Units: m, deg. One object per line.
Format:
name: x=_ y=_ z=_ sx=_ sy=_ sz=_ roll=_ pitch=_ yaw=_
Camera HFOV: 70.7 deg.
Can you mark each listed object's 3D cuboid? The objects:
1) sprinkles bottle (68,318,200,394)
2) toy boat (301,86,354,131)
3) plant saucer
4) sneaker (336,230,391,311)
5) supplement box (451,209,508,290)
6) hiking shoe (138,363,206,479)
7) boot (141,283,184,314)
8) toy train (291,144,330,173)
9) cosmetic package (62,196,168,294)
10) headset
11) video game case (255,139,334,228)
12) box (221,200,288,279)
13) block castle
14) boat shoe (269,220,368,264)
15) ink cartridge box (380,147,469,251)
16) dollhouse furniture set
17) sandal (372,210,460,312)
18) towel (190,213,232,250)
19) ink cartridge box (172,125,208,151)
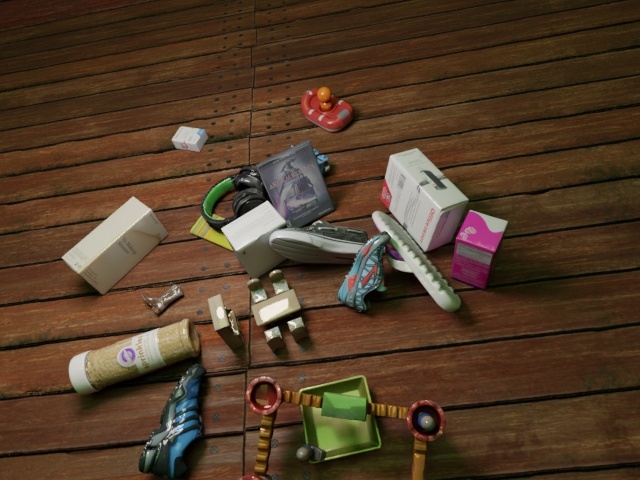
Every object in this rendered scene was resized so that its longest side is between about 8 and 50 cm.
sprinkles bottle: x=-0.545 y=0.343 z=1.339 sx=0.355 sy=0.121 sz=0.121 roll=-19 pitch=55 yaw=-3
toy boat: x=0.021 y=-0.557 z=1.832 sx=0.231 sy=0.151 sz=0.151 roll=36 pitch=68 yaw=29
plant saucer: x=0.049 y=0.471 z=1.188 sx=0.188 sy=0.045 sz=0.189 roll=-13 pitch=55 yaw=1
sneaker: x=0.159 y=0.097 z=1.346 sx=0.125 sy=0.104 sz=0.262 roll=34 pitch=112 yaw=20
supplement box: x=0.457 y=0.032 z=1.307 sx=0.113 sy=0.220 sz=0.111 roll=22 pitch=62 yaw=23
hiking shoe: x=-0.372 y=0.493 z=1.235 sx=0.132 sy=0.113 sz=0.304 roll=27 pitch=53 yaw=-8
boot: x=-0.523 y=0.176 z=1.500 sx=0.106 sy=0.037 sz=0.114 roll=42 pitch=74 yaw=17
toy train: x=-0.052 y=-0.301 z=1.699 sx=0.184 sy=0.080 sz=0.105 roll=34 pitch=39 yaw=28
cosmetic package: x=-0.704 y=0.017 z=1.570 sx=0.113 sy=0.160 sz=0.309 roll=32 pitch=68 yaw=26
headset: x=-0.250 y=-0.177 z=1.586 sx=0.393 sy=0.185 sz=0.244 roll=-14 pitch=48 yaw=11
video game case: x=-0.078 y=-0.175 z=1.522 sx=0.196 sy=0.274 sz=0.026 roll=-28 pitch=35 yaw=-9
box: x=-0.196 y=0.002 z=1.472 sx=0.180 sy=0.182 sz=0.119 roll=-32 pitch=55 yaw=-12
block castle: x=0.040 y=0.492 z=1.020 sx=0.452 sy=0.213 sz=0.303 roll=6 pitch=72 yaw=7
boat shoe: x=0.000 y=0.000 z=1.435 sx=0.334 sy=0.121 sz=0.119 roll=10 pitch=55 yaw=-20
ink cartridge box: x=0.324 y=-0.131 z=1.448 sx=0.114 sy=0.197 sz=0.273 roll=-19 pitch=53 yaw=-20
dollhouse furniture set: x=-0.185 y=0.209 z=1.339 sx=0.241 sy=0.161 sz=0.212 roll=-22 pitch=55 yaw=-5
sandal: x=0.260 y=0.065 z=1.383 sx=0.102 sy=0.169 sz=0.416 roll=-47 pitch=52 yaw=18
towel: x=-0.352 y=-0.028 z=1.622 sx=0.237 sy=0.021 sz=0.102 roll=21 pitch=66 yaw=22
ink cartridge box: x=-0.553 y=-0.431 z=1.912 sx=0.122 sy=0.052 sz=0.089 roll=13 pitch=59 yaw=17
